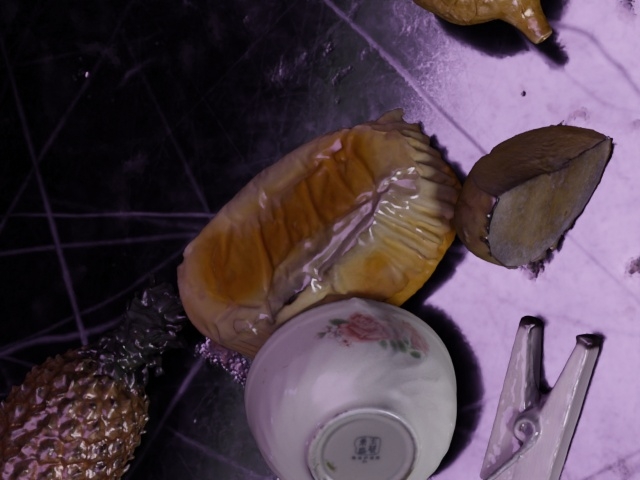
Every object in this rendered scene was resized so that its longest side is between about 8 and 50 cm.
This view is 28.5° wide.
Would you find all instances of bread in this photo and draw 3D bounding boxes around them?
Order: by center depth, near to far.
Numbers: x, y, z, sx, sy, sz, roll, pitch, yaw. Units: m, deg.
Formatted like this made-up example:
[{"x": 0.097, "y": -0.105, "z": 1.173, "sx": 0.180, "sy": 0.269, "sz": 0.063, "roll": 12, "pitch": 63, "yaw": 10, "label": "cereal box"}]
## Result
[{"x": 0.004, "y": 0.012, "z": 1.648, "sx": 0.388, "sy": 0.183, "sz": 0.236, "roll": -33, "pitch": 63, "yaw": 20, "label": "bread"}]

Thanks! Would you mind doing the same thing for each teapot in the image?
[{"x": 0.189, "y": -0.360, "z": 1.610, "sx": 0.203, "sy": 0.167, "sz": 0.311, "roll": -31, "pitch": 58, "yaw": -13, "label": "teapot"}]

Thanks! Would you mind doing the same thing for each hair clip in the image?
[{"x": 0.258, "y": 0.263, "z": 1.588, "sx": 0.101, "sy": 0.085, "sz": 0.331, "roll": 17, "pitch": 94, "yaw": 19, "label": "hair clip"}]

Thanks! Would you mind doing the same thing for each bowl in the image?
[{"x": 0.044, "y": 0.225, "z": 1.561, "sx": 0.277, "sy": 0.145, "sz": 0.277, "roll": -2, "pitch": 118, "yaw": -4, "label": "bowl"}]

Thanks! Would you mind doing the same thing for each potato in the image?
[{"x": 0.254, "y": -0.052, "z": 1.583, "sx": 0.098, "sy": 0.243, "sz": 0.138, "roll": 31, "pitch": 134, "yaw": 39, "label": "potato"}]

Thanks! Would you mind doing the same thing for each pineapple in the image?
[{"x": -0.304, "y": 0.206, "z": 1.718, "sx": 0.202, "sy": 0.202, "sz": 0.362, "roll": 36, "pitch": 91, "yaw": 16, "label": "pineapple"}]
